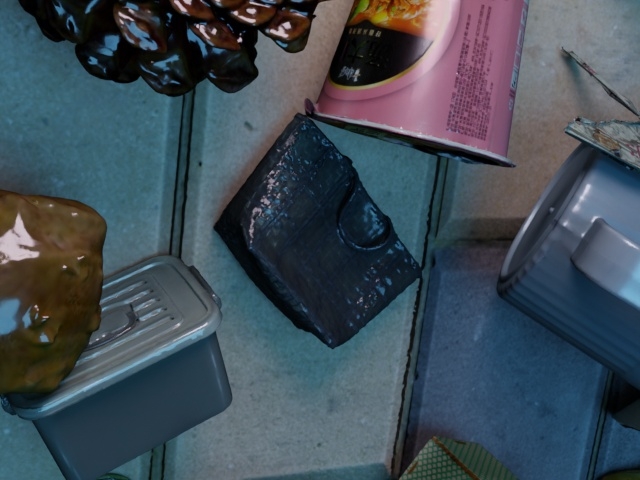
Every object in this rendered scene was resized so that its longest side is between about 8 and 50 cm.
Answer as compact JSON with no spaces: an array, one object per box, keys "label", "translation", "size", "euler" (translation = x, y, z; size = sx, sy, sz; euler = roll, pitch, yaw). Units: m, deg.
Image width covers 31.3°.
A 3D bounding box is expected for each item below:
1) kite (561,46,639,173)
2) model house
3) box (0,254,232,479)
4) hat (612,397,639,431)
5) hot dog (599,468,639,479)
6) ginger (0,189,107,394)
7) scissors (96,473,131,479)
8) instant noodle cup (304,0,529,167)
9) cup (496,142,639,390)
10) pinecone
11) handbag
[{"label":"kite","translation":[0.411,-0.113,1.333],"size":[0.406,0.368,0.014],"euler":[-8,138,-45]},{"label":"model house","translation":[0.183,0.356,1.464],"size":[0.271,0.178,0.206],"euler":[-22,122,-15]},{"label":"box","translation":[-0.214,0.140,1.211],"size":[0.243,0.163,0.135],"euler":[-26,126,-18]},{"label":"hat","translation":[0.535,0.159,1.606],"size":[0.301,0.168,0.258],"euler":[-35,156,13]},{"label":"hot dog","translation":[0.511,0.390,1.705],"size":[0.269,0.072,0.109],"euler":[-1,106,-27]},{"label":"ginger","translation":[-0.334,0.044,1.057],"size":[0.269,0.223,0.200],"euler":[13,86,-34]},{"label":"scissors","translation":[-0.194,0.336,1.362],"size":[0.187,0.020,0.133],"euler":[1,103,-25]},{"label":"instant noodle cup","translation":[0.124,-0.223,1.223],"size":[0.244,0.244,0.255],"euler":[11,94,-29]},{"label":"cup","translation":[0.386,0.061,1.332],"size":[0.311,0.331,0.257],"euler":[32,129,1]},{"label":"pinecone","translation":[-0.137,-0.254,1.030],"size":[0.298,0.296,0.242],"euler":[-18,112,-39]},{"label":"handbag","translation":[0.000,0.000,1.310],"size":[0.175,0.089,0.270],"euler":[-46,121,-14]}]
